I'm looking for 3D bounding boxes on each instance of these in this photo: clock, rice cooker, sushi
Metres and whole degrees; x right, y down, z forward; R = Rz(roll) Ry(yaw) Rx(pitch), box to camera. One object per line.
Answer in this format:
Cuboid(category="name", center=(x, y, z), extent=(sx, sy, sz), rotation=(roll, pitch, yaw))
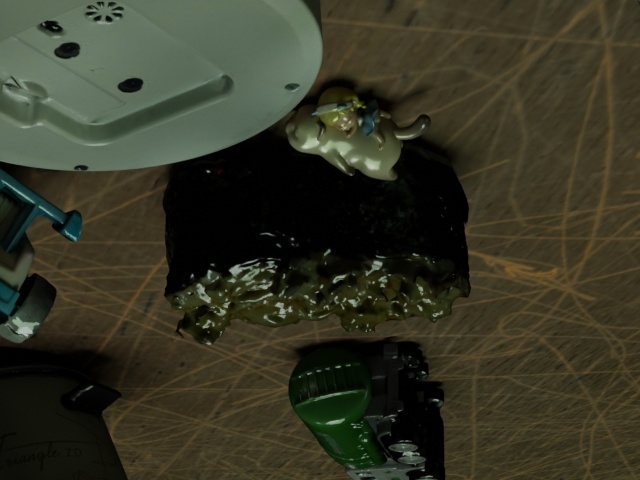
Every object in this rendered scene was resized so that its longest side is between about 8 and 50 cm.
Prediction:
Cuboid(category="clock", center=(-0.115, -0.115, 0.745), extent=(0.231, 0.083, 0.230), rotation=(-3, 156, -1))
Cuboid(category="rice cooker", center=(-0.292, 0.232, 1.319), extent=(0.280, 0.227, 0.241), rotation=(-37, 148, 14))
Cuboid(category="sushi", center=(0.000, 0.000, 0.989), extent=(0.213, 0.115, 0.147), rotation=(-1, 157, -8))

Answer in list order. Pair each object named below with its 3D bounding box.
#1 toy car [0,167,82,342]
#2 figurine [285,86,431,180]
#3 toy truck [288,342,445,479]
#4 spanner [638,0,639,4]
Cuboid(category="toy car", center=(-0.238, -0.004, 0.985), extent=(0.126, 0.098, 0.161), rotation=(38, 168, -22))
Cuboid(category="figurine", center=(0.023, -0.074, 0.922), extent=(0.083, 0.047, 0.050), rotation=(12, 137, -21))
Cuboid(category="toy truck", center=(0.052, 0.177, 1.429), extent=(0.125, 0.101, 0.242), rotation=(-6, 154, 13))
Cuboid(category="spanner", center=(0.140, -0.165, 0.764), extent=(0.071, 0.017, 0.302), rotation=(-22, 151, 34))
